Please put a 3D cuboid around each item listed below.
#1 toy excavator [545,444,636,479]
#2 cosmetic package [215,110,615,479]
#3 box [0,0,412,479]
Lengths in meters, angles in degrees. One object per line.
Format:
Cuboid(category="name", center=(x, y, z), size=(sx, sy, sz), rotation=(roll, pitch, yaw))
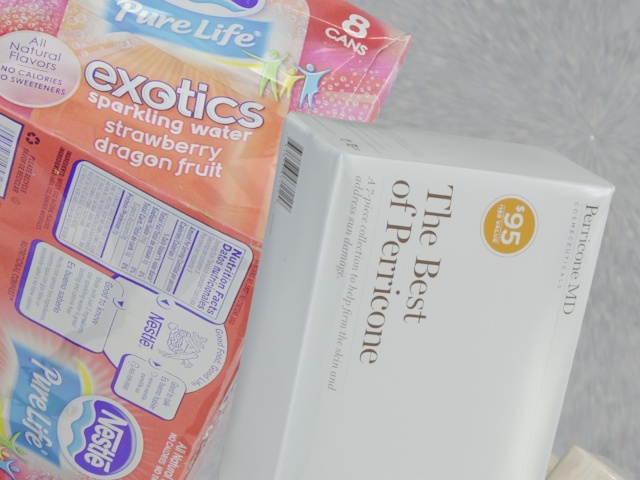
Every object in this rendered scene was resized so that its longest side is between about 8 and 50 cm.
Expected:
Cuboid(category="toy excavator", center=(-0.017, 0.030, 1.230), size=(0.222, 0.445, 0.433), rotation=(-54, 48, 3))
Cuboid(category="cosmetic package", center=(0.020, 0.084, 0.634), size=(0.099, 0.060, 0.239), rotation=(5, 105, -22))
Cuboid(category="box", center=(-0.090, 0.011, 0.846), size=(0.154, 0.142, 0.300), rotation=(28, 141, 3))
